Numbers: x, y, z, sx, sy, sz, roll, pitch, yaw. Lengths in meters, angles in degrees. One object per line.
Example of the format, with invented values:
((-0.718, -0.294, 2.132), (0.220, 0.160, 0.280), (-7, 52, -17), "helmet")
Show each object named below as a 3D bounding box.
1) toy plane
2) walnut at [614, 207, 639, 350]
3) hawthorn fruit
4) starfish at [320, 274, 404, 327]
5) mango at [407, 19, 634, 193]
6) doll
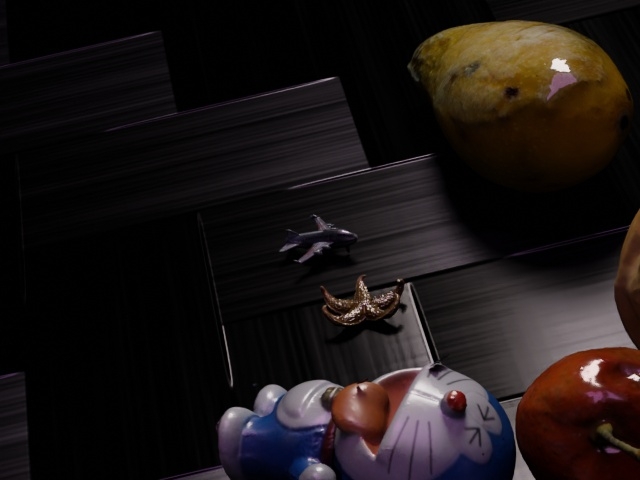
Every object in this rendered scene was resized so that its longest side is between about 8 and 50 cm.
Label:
((0.000, 0.000, 1.865), (0.083, 0.031, 0.078), (2, 40, 17), "toy plane")
((0.388, 0.030, 1.575), (0.257, 0.257, 0.224), (-11, 5, 2), "walnut")
((0.230, 0.161, 1.430), (0.165, 0.165, 0.285), (1, -3, 15), "hawthorn fruit")
((0.038, 0.062, 1.782), (0.091, 0.028, 0.078), (9, 37, 29), "starfish")
((0.213, -0.153, 1.910), (0.176, 0.176, 0.329), (14, 12, -17), "mango")
((0.044, 0.173, 1.539), (0.256, 0.161, 0.215), (6, 26, 24), "doll")
